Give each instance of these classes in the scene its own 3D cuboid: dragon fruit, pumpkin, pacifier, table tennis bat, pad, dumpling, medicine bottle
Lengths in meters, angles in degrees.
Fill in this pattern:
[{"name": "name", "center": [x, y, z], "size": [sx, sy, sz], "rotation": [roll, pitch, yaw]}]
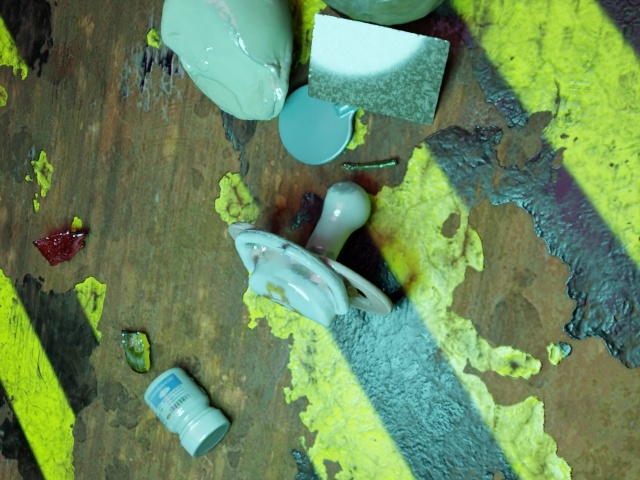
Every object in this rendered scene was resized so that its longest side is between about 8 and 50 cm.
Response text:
[{"name": "dragon fruit", "center": [-0.587, 0.016, 1.633], "size": [0.131, 0.097, 0.063], "rotation": [-15, 88, 8]}, {"name": "pumpkin", "center": [-0.404, 0.243, 1.565], "size": [0.073, 0.035, 0.101], "rotation": [-9, 91, 39]}, {"name": "pacifier", "center": [-0.010, 0.032, 1.256], "size": [0.332, 0.273, 0.220], "rotation": [24, 129, 23]}, {"name": "table tennis bat", "center": [0.024, -0.237, 1.319], "size": [0.244, 0.040, 0.153], "rotation": [-26, 86, 29]}, {"name": "pad", "center": [0.094, -0.294, 1.222], "size": [0.235, 0.003, 0.158], "rotation": [14, 128, 9]}, {"name": "dumpling", "center": [-0.188, -0.403, 1.363], "size": [0.395, 0.233, 0.315], "rotation": [59, 147, -1]}, {"name": "medicine bottle", "center": [-0.277, 0.353, 1.461], "size": [0.168, 0.105, 0.105], "rotation": [42, 110, 20]}]

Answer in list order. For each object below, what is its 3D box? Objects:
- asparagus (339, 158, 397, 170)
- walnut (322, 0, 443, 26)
[{"name": "asparagus", "center": [0.087, -0.139, 1.302], "size": [0.114, 0.014, 0.015], "rotation": [-3, 90, 27]}, {"name": "walnut", "center": [0.103, -0.485, 1.160], "size": [0.273, 0.227, 0.273], "rotation": [3, 96, 32]}]
